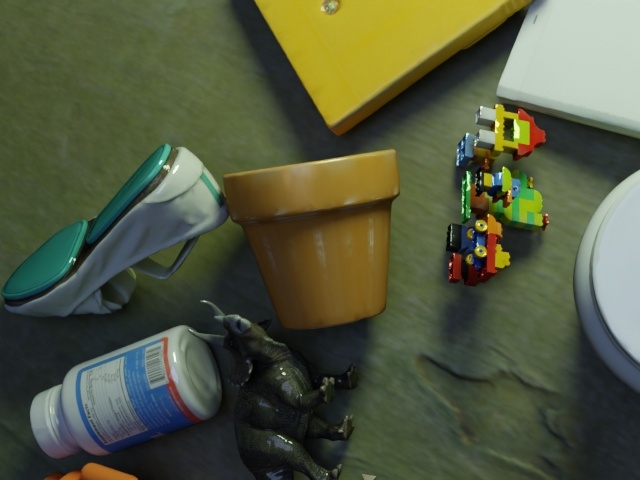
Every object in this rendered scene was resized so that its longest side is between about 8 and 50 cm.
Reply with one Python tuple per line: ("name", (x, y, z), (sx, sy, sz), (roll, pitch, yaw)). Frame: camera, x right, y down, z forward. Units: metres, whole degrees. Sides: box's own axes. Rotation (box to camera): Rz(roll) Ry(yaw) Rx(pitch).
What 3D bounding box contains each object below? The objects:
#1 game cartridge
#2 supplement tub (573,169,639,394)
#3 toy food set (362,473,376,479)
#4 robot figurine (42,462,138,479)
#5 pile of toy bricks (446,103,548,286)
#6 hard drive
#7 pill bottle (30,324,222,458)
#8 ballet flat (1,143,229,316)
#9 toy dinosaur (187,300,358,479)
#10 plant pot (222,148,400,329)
("game cartridge", (0.084, -0.333, 1.149), (0.324, 0.053, 0.285), (-33, 69, 12))
("supplement tub", (0.365, 0.047, 0.871), (0.235, 0.325, 0.235), (-3, 81, 17))
("toy food set", (0.069, 0.347, 1.082), (0.078, 0.019, 0.122), (14, 78, 19))
("robot figurine", (-0.267, 0.366, 1.130), (0.219, 0.128, 0.158), (16, 73, 20))
("pile of toy bricks", (0.217, -0.040, 1.063), (0.105, 0.118, 0.212), (10, 66, -9))
("hard drive", (0.378, -0.216, 1.032), (0.307, 0.040, 0.203), (21, 88, 30))
("pill bottle", (-0.247, 0.199, 1.150), (0.221, 0.124, 0.124), (-21, 76, 14))
("ballet flat", (-0.264, 0.023, 1.164), (0.400, 0.139, 0.139), (-32, 72, 35))
("toy dinosaur", (-0.047, 0.213, 1.101), (0.160, 0.121, 0.313), (6, 112, 24))
("plant pot", (0.000, 0.000, 1.075), (0.205, 0.205, 0.188), (-7, 96, 17))
